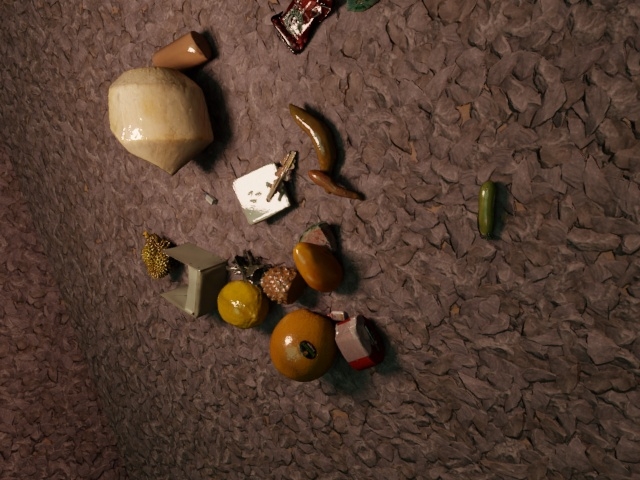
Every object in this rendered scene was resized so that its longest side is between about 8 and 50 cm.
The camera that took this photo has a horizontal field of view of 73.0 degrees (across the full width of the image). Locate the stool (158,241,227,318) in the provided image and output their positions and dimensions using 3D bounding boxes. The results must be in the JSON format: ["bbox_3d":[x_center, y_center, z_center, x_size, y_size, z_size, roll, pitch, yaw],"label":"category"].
[{"bbox_3d":[-0.586,0.177,1.985,0.270,0.170,0.243,21,113,27],"label":"stool"}]

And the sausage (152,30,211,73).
[{"bbox_3d":[-0.547,-0.739,1.726,0.253,0.123,0.123,-9,99,32],"label":"sausage"}]

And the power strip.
[{"bbox_3d":[-0.221,-0.183,1.708,0.213,0.064,0.198,-21,91,21],"label":"power strip"}]

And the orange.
[{"bbox_3d":[-0.062,0.399,1.656,0.275,0.274,0.274,10,109,31],"label":"orange"}]

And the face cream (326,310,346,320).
[{"bbox_3d":[0.062,0.294,1.689,0.083,0.021,0.040,-5,100,34],"label":"face cream"}]

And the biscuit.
[{"bbox_3d":[-0.059,-0.757,1.438,0.235,0.063,0.151,-36,82,37],"label":"biscuit"}]

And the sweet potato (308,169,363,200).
[{"bbox_3d":[0.051,-0.187,1.502,0.214,0.050,0.050,30,119,2],"label":"sweet potato"}]

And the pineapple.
[{"bbox_3d":[-0.240,0.142,1.756,0.365,0.166,0.165,19,113,27],"label":"pineapple"}]

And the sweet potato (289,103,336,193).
[{"bbox_3d":[-0.001,-0.336,1.520,0.108,0.079,0.345,-15,101,48],"label":"sweet potato"}]

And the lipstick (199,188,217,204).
[{"bbox_3d":[-0.501,-0.196,1.910,0.107,0.025,0.025,39,121,25],"label":"lipstick"}]

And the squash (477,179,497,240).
[{"bbox_3d":[0.494,-0.088,1.286,0.052,0.052,0.183,8,111,31],"label":"squash"}]

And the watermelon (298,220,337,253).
[{"bbox_3d":[0.000,0.000,1.623,0.139,0.071,0.187,35,137,-2],"label":"watermelon"}]

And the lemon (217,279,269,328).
[{"bbox_3d":[-0.327,0.268,1.824,0.260,0.204,0.204,27,118,43],"label":"lemon"}]

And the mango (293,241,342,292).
[{"bbox_3d":[-0.014,0.093,1.574,0.126,0.153,0.252,-16,136,28],"label":"mango"}]

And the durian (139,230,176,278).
[{"bbox_3d":[-0.762,0.058,2.070,0.138,0.193,0.237,-10,114,15],"label":"durian"}]

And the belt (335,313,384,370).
[{"bbox_3d":[0.151,0.372,1.589,0.124,0.128,0.200,-30,90,34],"label":"belt"}]

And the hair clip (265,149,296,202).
[{"bbox_3d":[-0.147,-0.237,1.622,0.062,0.056,0.213,28,85,-7],"label":"hair clip"}]

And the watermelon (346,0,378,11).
[{"bbox_3d":[0.135,-0.788,1.254,0.128,0.146,0.230,28,115,23],"label":"watermelon"}]

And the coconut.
[{"bbox_3d":[-0.624,-0.457,1.699,0.345,0.416,0.414,7,109,53],"label":"coconut"}]
